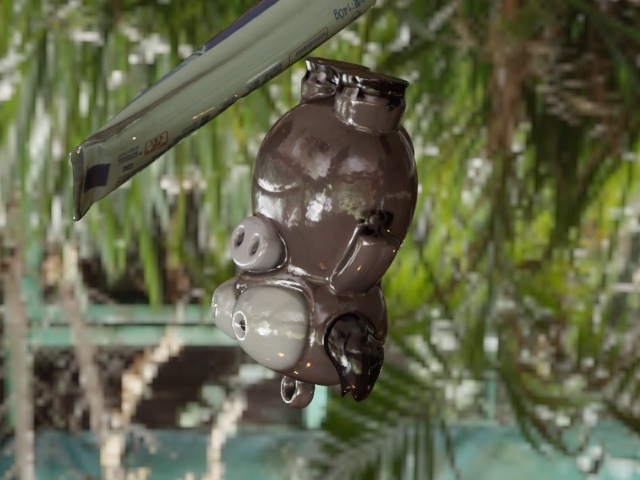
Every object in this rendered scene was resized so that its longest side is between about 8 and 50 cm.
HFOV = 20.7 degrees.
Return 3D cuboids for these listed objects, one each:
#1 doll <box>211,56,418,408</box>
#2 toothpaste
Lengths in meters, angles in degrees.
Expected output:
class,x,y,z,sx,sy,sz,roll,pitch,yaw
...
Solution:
class,x,y,z,sx,sy,sz,roll,pitch,yaw
doll,0.002,-0.001,1.284,0.117,0.257,0.182,13,-172,-28
toothpaste,-0.050,-0.106,1.061,0.268,0.047,0.069,-41,-166,-27
